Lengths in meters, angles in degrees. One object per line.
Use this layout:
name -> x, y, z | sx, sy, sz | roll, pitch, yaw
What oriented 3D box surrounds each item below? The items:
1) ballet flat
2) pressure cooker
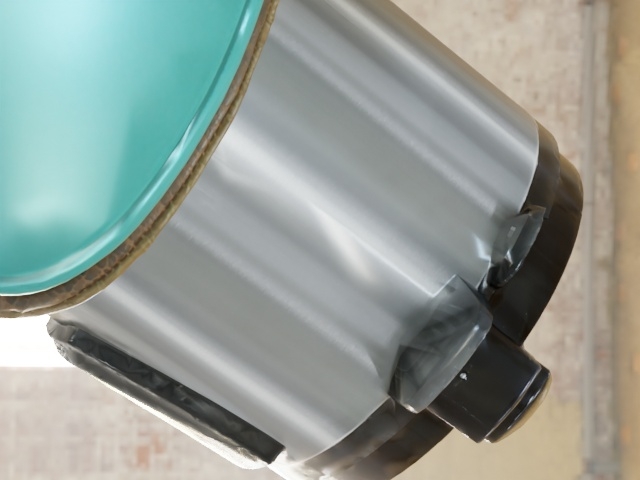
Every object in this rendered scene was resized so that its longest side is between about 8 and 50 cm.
ballet flat -> -0.063, -0.148, 0.437 | 0.124, 0.116, 0.342 | -164, -97, -75
pressure cooker -> 0.004, -0.004, 1.133 | 0.375, 0.420, 0.369 | -37, -157, 47
